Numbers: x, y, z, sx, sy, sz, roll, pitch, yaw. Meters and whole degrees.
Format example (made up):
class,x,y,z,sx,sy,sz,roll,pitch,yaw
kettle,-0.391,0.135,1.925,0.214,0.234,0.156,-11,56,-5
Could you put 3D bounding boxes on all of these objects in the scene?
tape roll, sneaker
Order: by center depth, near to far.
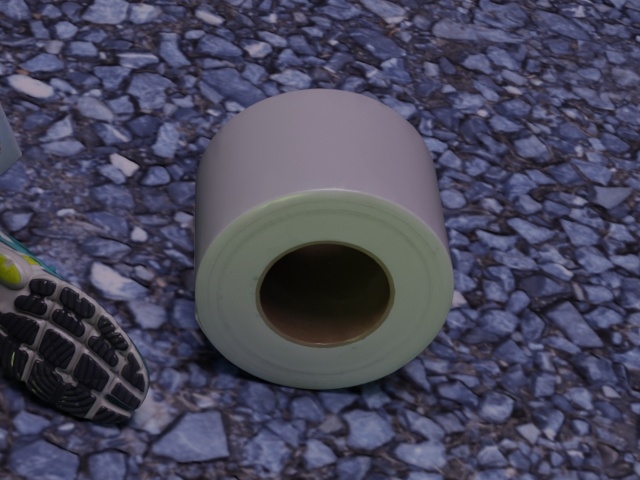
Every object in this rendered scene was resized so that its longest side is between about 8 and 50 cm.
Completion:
class,x,y,z,sx,sy,sz,roll,pitch,yaw
sneaker,-0.258,0.059,1.646,0.275,0.107,0.110,40,16,13
tape roll,0.000,0.000,1.706,0.246,0.246,0.169,9,37,-11

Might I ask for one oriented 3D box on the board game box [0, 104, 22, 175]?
class,x,y,z,sx,sy,sz,roll,pitch,yaw
board game box,-0.475,-0.017,1.532,0.318,0.066,0.318,0,33,33
